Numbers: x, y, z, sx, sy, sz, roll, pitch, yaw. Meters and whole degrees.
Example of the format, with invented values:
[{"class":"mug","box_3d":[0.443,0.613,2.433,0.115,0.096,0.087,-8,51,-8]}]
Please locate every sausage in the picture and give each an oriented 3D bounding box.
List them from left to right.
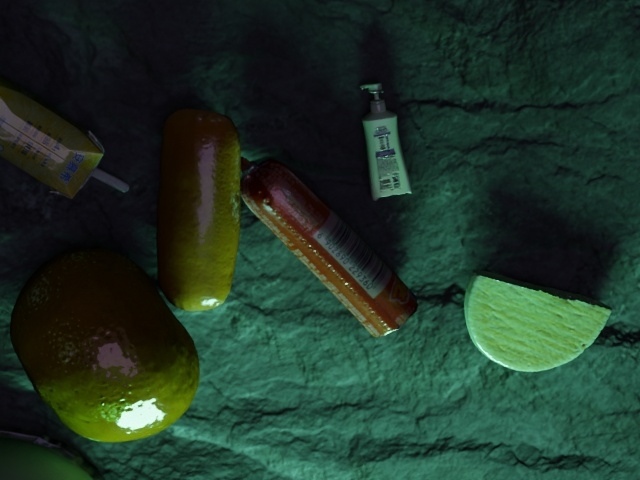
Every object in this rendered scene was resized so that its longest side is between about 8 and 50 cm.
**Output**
[{"class":"sausage","box_3d":[-0.137,-0.034,1.924,0.098,0.098,0.238,1,104,-11]},{"class":"sausage","box_3d":[0.000,0.000,1.969,0.074,0.074,0.274,-44,109,3]}]

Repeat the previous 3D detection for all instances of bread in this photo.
[{"class":"bread","box_3d":[0.253,0.106,2.067,0.193,0.036,0.112,14,107,-18]}]

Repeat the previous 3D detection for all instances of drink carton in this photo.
[{"class":"drink carton","box_3d":[-0.298,-0.101,1.883,0.200,0.074,0.084,32,98,-16]}]

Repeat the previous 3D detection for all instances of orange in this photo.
[{"class":"orange","box_3d":[-0.243,0.130,1.912,0.179,0.158,0.237,-33,109,1]}]

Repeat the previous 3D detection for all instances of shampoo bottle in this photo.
[{"class":"shampoo bottle","box_3d":[0.074,-0.118,1.970,0.049,0.034,0.141,-9,107,-1]}]

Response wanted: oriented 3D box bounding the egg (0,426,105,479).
[{"class":"egg","box_3d":[-0.371,0.425,1.879,0.354,0.340,0.354,-2,105,-9]}]
